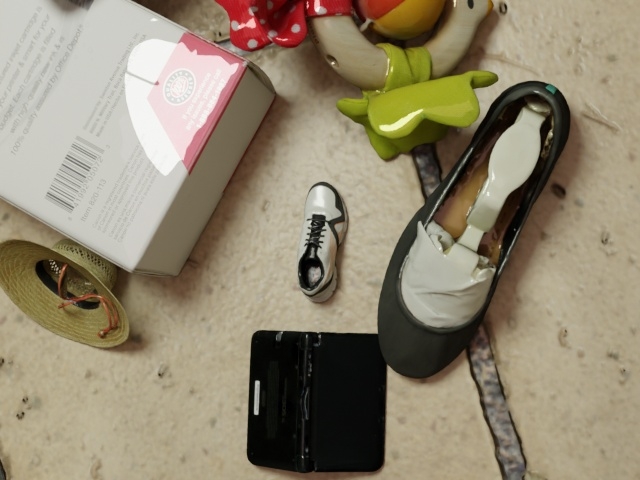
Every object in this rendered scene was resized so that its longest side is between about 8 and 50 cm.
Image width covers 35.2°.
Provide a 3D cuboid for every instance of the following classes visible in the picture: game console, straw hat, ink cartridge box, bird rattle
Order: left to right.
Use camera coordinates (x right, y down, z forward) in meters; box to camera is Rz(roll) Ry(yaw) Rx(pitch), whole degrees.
[{"bbox_3d":[-0.224,0.031,0.928,0.145,0.144,0.061,21,51,12],"label":"straw hat"},{"bbox_3d":[-0.216,-0.122,0.915,0.283,0.117,0.207,29,91,12],"label":"ink cartridge box"},{"bbox_3d":[-0.005,0.143,0.903,0.107,0.071,0.122,-3,83,41],"label":"game console"},{"bbox_3d":[0.038,-0.194,0.855,0.253,0.143,0.207,43,68,-7],"label":"bird rattle"}]

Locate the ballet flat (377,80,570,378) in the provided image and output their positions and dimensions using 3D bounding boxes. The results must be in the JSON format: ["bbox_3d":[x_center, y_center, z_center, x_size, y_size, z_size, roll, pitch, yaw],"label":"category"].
[{"bbox_3d":[0.123,-0.012,0.846,0.095,0.096,0.280,25,91,6],"label":"ballet flat"}]

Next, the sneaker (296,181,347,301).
[{"bbox_3d":[0.000,0.000,0.899,0.040,0.044,0.109,1,83,14],"label":"sneaker"}]
